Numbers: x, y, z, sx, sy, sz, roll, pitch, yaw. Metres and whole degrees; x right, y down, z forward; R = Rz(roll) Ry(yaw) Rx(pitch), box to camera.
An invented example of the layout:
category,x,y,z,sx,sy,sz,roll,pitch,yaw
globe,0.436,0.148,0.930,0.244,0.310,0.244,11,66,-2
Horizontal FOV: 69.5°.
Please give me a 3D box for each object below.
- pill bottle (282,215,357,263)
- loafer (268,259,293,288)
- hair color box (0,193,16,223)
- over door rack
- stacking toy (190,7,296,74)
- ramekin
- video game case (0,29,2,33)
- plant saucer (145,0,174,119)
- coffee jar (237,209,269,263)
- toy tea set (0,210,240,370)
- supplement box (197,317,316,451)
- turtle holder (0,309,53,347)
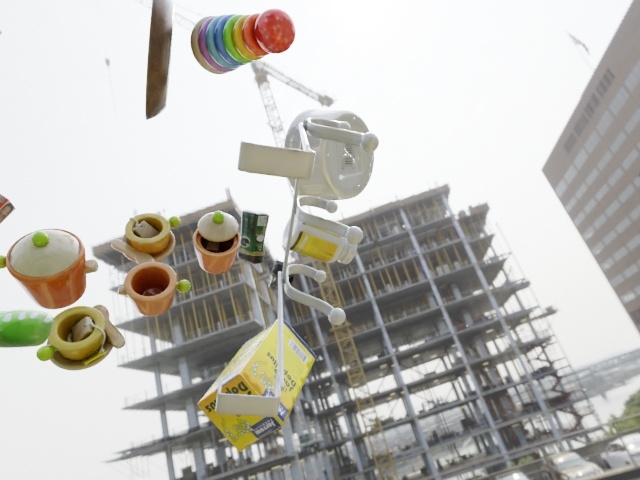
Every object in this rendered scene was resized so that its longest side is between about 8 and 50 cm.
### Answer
category,x,y,z,sx,sy,sz,roll,pitch,yaw
pill bottle,0.000,0.000,1.216,0.184,0.103,0.103,21,-40,-22
loafer,-0.134,0.133,1.606,0.078,0.076,0.223,23,-23,-1
hair color box,-0.864,-0.054,1.190,0.043,0.141,0.072,35,-23,-7
over door rack,-0.009,0.001,0.502,0.108,0.240,0.324,10,19,4
stacking toy,-0.170,-0.472,1.074,0.141,0.141,0.330,6,7,-42
ramekin,0.037,-0.243,1.329,0.135,0.277,0.277,7,-5,40
video game case,-0.771,-0.401,0.965,0.157,0.143,0.019,-26,-67,11
plant saucer,-0.386,-0.445,1.112,0.050,0.311,0.311,4,-31,-18
coffee jar,-0.238,-0.012,1.628,0.096,0.185,0.079,15,11,36
toy tea set,-0.278,0.021,0.678,0.336,0.200,0.124,-34,-28,-36
supplement box,-0.182,0.431,1.444,0.194,0.195,0.356,-39,5,22
turtle holder,-0.356,0.111,0.281,0.320,0.243,0.227,11,-12,40
